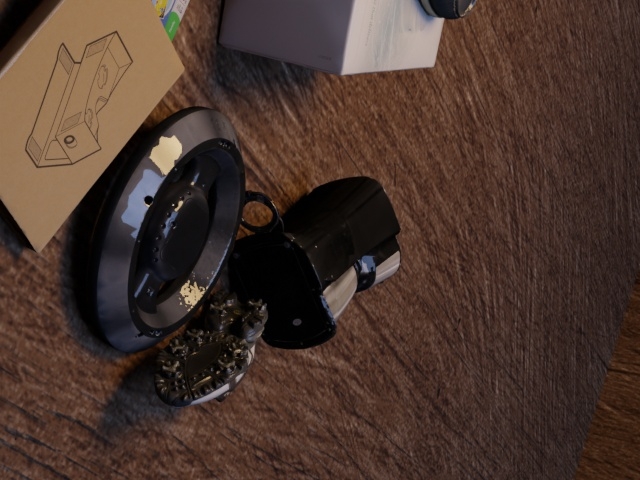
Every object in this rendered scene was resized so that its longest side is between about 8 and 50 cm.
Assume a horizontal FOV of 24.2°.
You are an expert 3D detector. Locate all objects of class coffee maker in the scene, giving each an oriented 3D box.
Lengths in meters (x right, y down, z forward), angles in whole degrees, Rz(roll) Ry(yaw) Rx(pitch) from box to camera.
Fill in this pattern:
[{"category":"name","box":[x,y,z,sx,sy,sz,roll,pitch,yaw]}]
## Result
[{"category":"coffee maker","box":[0.000,0.000,1.530,0.178,0.120,0.171,-42,138,-52]}]

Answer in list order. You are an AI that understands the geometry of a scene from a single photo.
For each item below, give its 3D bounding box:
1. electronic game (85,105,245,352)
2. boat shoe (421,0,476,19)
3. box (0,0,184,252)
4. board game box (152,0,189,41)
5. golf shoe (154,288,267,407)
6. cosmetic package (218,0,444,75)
[{"category":"electronic game","box":[-0.134,-0.009,1.323,0.229,0.048,0.229,-49,151,-40]},{"category":"boat shoe","box":[0.146,-0.293,1.365,0.254,0.079,0.095,94,22,-50]},{"category":"box","box":[-0.191,-0.111,1.143,0.201,0.021,0.164,-55,150,-20]},{"category":"board game box","box":[-0.126,-0.283,1.221,0.201,0.035,0.136,-69,154,-15]},{"category":"golf shoe","box":[-0.103,0.125,1.408,0.198,0.077,0.093,-45,154,-62]},{"category":"cosmetic package","box":[0.033,-0.282,1.424,0.225,0.138,0.224,-19,123,-63]}]
